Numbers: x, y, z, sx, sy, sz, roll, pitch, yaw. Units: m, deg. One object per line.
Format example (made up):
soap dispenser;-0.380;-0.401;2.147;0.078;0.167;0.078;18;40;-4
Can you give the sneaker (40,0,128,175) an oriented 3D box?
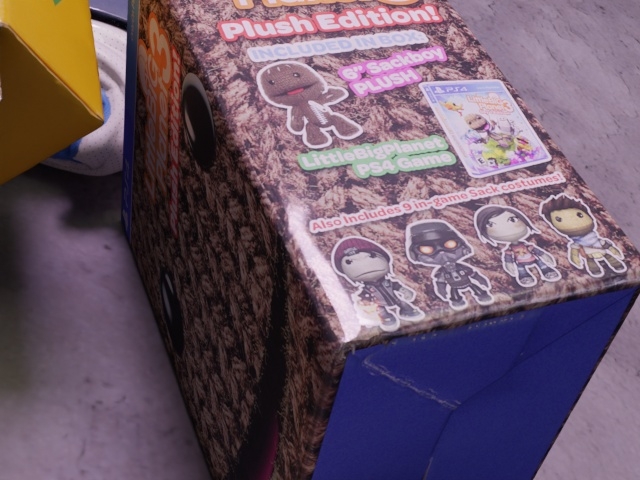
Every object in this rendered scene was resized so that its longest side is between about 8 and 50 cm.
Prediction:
sneaker;-0.212;-0.173;0.723;0.323;0.130;0.236;39;33;4

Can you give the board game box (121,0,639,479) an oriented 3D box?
board game box;0.000;0.000;0.557;0.141;0.232;0.291;-10;50;-21

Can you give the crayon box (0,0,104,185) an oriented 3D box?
crayon box;-0.230;-0.110;0.571;0.083;0.203;0.323;49;19;-47
